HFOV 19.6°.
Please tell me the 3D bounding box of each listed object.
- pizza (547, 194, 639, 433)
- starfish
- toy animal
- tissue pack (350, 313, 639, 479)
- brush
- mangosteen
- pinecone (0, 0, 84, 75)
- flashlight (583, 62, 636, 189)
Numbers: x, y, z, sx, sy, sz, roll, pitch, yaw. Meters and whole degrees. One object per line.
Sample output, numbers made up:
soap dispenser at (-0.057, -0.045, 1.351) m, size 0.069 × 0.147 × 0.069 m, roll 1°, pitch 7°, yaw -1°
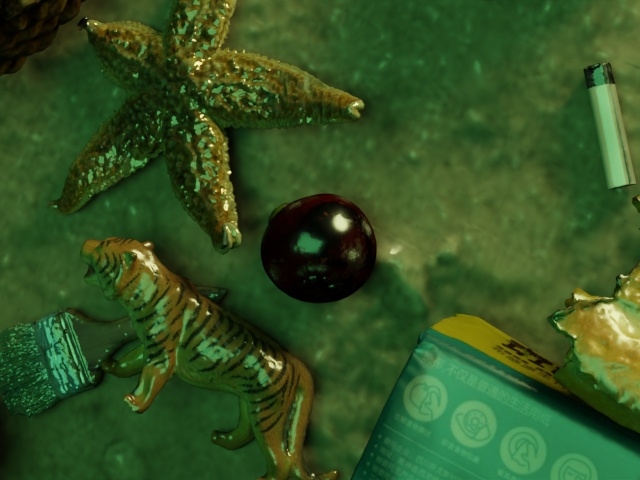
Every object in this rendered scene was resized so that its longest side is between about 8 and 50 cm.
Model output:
pizza at (0.281, 0.034, 1.154) m, size 0.290 × 0.081 × 0.228 m, roll -1°, pitch 69°, yaw 0°
starfish at (-0.076, -0.109, 1.313) m, size 0.231 × 0.048 × 0.295 m, roll 37°, pitch 100°, yaw 27°
toy animal at (-0.081, 0.089, 1.303) m, size 0.241 × 0.057 × 0.099 m, roll 33°, pitch 102°, yaw 5°
tissue pack at (0.153, 0.188, 1.188) m, size 0.271 × 0.134 × 0.192 m, roll 29°, pitch 100°, yaw 17°
brush at (-0.154, 0.071, 1.357) m, size 0.196 × 0.021 × 0.070 m, roll -22°, pitch 85°, yaw 18°
mangosteen at (0.000, 0.002, 1.272) m, size 0.081 × 0.081 × 0.081 m, roll 0°, pitch 91°, yaw 20°
pinecone at (-0.276, -0.253, 1.299) m, size 0.246 × 0.246 × 0.292 m, roll -39°, pitch 62°, yaw 16°
flashlight at (0.192, -0.076, 1.230) m, size 0.018 × 0.018 × 0.083 m, roll -12°, pitch 87°, yaw 20°
